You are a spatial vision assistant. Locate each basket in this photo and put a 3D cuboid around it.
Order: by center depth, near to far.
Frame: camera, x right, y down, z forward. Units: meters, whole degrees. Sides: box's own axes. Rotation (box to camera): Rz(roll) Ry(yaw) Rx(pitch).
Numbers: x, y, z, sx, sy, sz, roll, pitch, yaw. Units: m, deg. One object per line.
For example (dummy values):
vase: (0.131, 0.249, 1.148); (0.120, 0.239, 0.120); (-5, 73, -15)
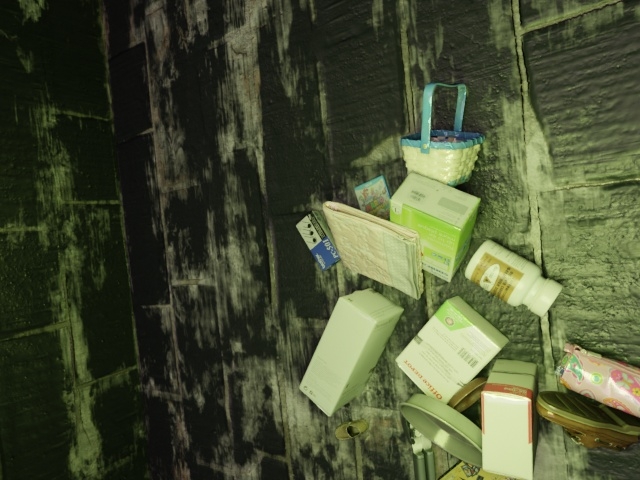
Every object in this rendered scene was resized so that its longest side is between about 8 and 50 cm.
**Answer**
basket: (0.344, -0.296, 1.243); (0.201, 0.255, 0.288); (19, 115, 34)

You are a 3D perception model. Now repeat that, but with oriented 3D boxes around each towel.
towel: (0.169, 0.036, 1.378); (0.317, 0.331, 0.053); (24, 63, 31)

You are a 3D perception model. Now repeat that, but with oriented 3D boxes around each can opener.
can opener: (0.333, 0.709, 1.449); (0.093, 0.074, 0.280); (166, 97, -69)

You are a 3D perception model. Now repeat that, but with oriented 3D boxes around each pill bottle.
pill bottle: (0.535, 0.107, 1.217); (0.229, 0.131, 0.131); (34, 112, 27)

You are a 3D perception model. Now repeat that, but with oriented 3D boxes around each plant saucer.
plant saucer: (0.436, 0.456, 1.295); (0.029, 0.169, 0.168); (51, 120, 37)

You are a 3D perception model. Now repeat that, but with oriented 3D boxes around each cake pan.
cake pan: (0.368, 0.551, 1.284); (0.293, 0.054, 0.293); (33, 155, 17)

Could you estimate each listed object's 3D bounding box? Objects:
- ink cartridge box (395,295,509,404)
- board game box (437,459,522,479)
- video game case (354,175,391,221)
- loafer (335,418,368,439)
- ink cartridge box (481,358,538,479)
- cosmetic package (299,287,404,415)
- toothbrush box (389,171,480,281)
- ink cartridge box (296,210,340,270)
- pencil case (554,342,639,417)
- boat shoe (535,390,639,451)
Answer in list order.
ink cartridge box: (0.395, 0.337, 1.339); (0.198, 0.115, 0.272); (45, 116, 25)
board game box: (0.497, 0.742, 1.346); (0.165, 0.042, 0.243); (47, 117, 23)
video game case: (0.190, -0.124, 1.503); (0.119, 0.015, 0.166); (-22, 81, 34)
loafer: (0.105, 0.693, 1.602); (0.148, 0.050, 0.056); (-37, 73, 30)
ink cartridge box: (0.512, 0.458, 1.169); (0.117, 0.283, 0.207); (-1, 93, 30)
cosmetic package: (0.104, 0.366, 1.482); (0.156, 0.217, 0.384); (34, 114, 28)
toothbrush box: (0.317, -0.033, 1.257); (0.206, 0.283, 0.122); (28, 67, 24)
ink cartridge box: (0.000, 0.000, 1.623); (0.097, 0.046, 0.207); (-41, 71, 30)
pencil case: (0.752, 0.359, 1.096); (0.284, 0.124, 0.124); (20, 105, 32)
boat shoe: (0.660, 0.462, 1.086); (0.308, 0.110, 0.104); (18, 106, -11)
